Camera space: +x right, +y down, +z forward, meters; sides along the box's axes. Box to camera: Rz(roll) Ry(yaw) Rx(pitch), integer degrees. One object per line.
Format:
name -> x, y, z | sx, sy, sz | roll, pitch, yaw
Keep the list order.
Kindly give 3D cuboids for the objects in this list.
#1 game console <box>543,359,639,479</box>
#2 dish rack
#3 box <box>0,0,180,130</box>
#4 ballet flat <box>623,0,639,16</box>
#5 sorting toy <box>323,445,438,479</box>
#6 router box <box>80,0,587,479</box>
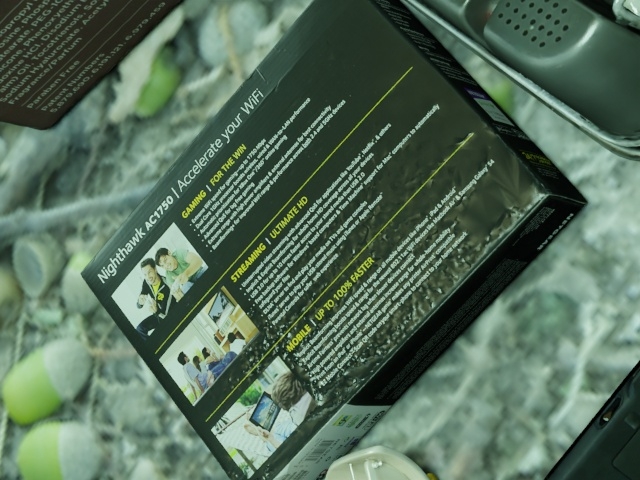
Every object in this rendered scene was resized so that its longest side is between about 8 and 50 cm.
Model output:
game console -> 0.190, -0.005, 0.539 | 0.213, 0.044, 0.361 | 39, 111, 12
dish rack -> 0.098, -0.188, 0.526 | 0.208, 0.074, 0.271 | 43, 108, 39
box -> -0.159, -0.170, 0.688 | 0.167, 0.203, 0.168 | -40, 69, 20
ballet flat -> 0.084, -0.094, 0.618 | 0.203, 0.074, 0.074 | 35, 103, 30
sorting toy -> 0.014, 0.130, 0.661 | 0.075, 0.045, 0.083 | -20, 77, 34
router box -> 0.000, 0.000, 0.674 | 0.179, 0.046, 0.133 | -47, 66, 17
